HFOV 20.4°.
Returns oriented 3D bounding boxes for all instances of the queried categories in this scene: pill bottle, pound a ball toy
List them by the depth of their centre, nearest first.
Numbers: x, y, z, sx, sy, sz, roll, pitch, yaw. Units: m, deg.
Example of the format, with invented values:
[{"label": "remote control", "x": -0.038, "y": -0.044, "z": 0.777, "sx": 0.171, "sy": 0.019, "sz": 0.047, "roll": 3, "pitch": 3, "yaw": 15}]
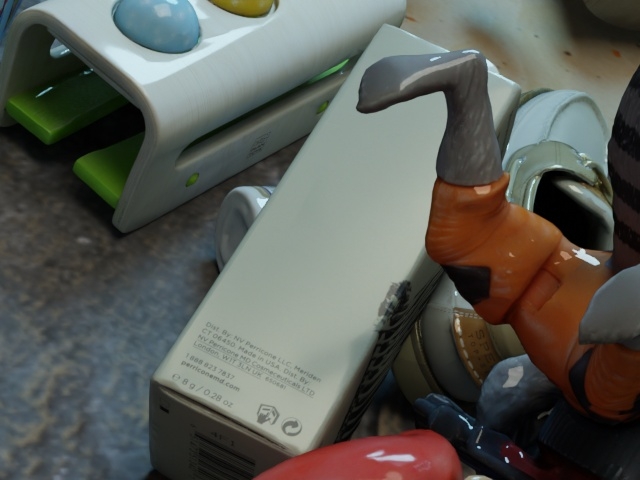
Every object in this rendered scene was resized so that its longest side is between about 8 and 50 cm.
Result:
[{"label": "pill bottle", "x": 0.000, "y": 0.000, "z": 1.114, "sx": 0.120, "sy": 0.067, "sz": 0.067, "roll": 0, "pitch": 45, "yaw": -28}, {"label": "pound a ball toy", "x": -0.027, "y": -0.116, "z": 1.175, "sx": 0.208, "sy": 0.136, "sz": 0.319, "roll": 40, "pitch": 41, "yaw": 17}]

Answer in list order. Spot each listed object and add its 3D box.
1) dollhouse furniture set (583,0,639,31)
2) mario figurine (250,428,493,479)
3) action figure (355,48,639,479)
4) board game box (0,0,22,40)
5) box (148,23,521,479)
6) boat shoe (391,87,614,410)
[{"label": "dollhouse furniture set", "x": 0.188, "y": -0.314, "z": 1.528, "sx": 0.355, "sy": 0.174, "sz": 0.303, "roll": 17, "pitch": 57, "yaw": -40}, {"label": "mario figurine", "x": 0.081, "y": 0.222, "z": 0.807, "sx": 0.320, "sy": 0.198, "sz": 0.170, "roll": 37, "pitch": -2, "yaw": -7}, {"label": "action figure", "x": 0.179, "y": 0.075, "z": 0.840, "sx": 0.178, "sy": 0.330, "sz": 0.341, "roll": -48, "pitch": 48, "yaw": -12}, {"label": "board game box", "x": -0.261, "y": -0.180, "z": 1.110, "sx": 0.142, "sy": 0.144, "sz": 0.275, "roll": 21, "pitch": 39, "yaw": -6}, {"label": "box", "x": 0.010, "y": 0.018, "z": 0.993, "sx": 0.094, "sy": 0.113, "sz": 0.275, "roll": 26, "pitch": 60, "yaw": 11}, {"label": "boat shoe", "x": 0.146, "y": -0.004, "z": 1.141, "sx": 0.113, "sy": 0.103, "sz": 0.302, "roll": 54, "pitch": 40, "yaw": -23}]
